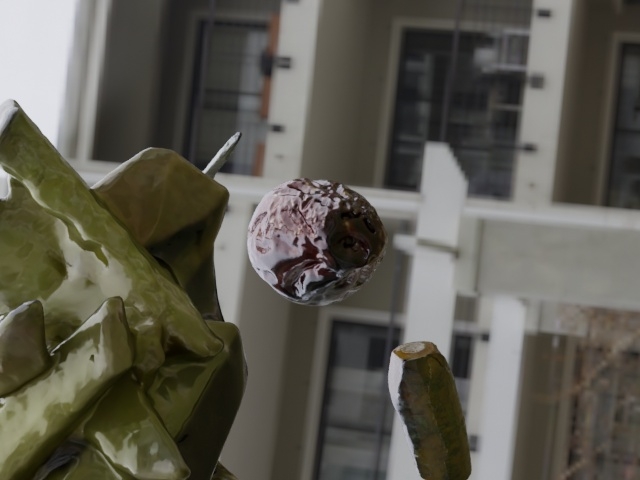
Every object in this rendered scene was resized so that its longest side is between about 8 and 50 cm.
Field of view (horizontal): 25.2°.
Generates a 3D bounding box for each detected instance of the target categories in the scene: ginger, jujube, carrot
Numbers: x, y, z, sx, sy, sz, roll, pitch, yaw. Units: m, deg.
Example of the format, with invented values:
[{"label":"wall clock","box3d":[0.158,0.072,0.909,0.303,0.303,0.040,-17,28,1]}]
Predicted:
[{"label":"ginger","box3d":[-0.253,0.094,1.104,0.211,0.358,0.413,63,-147,-45]},{"label":"jujube","box3d":[0.000,0.000,1.782,0.236,0.168,0.168,174,104,-70]},{"label":"carrot","box3d":[0.129,0.205,1.702,0.082,0.082,0.173,-52,-47,-65]}]

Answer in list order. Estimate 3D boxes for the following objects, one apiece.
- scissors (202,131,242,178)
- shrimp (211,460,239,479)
[{"label":"scissors","box3d":[-0.156,-0.055,1.717,0.300,0.109,0.022,-47,65,52]},{"label":"shrimp","box3d":[-0.144,0.239,1.499,0.058,0.169,0.296,-58,-1,-1]}]
